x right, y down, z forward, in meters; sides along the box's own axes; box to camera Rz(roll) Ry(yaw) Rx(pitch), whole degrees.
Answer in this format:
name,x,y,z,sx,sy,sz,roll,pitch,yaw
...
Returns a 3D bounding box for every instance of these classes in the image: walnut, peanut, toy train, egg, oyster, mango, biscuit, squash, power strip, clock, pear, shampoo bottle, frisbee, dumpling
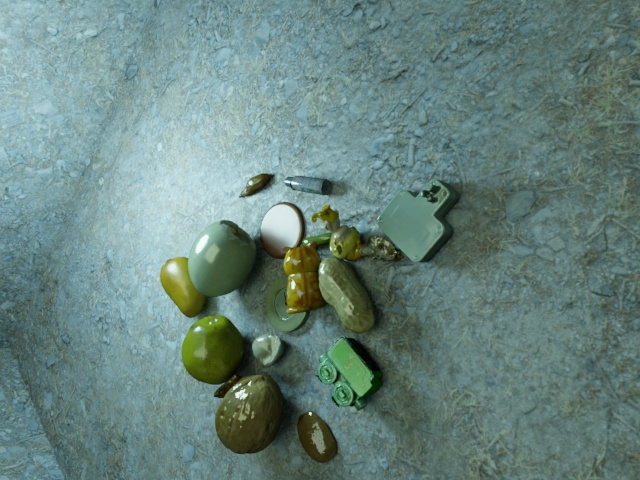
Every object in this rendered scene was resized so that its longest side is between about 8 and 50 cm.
name,x,y,z,sx,sy,sz,roll,pitch,yaw
walnut,-0.274,0.686,1.851,0.252,0.277,0.313,20,92,5
peanut,0.092,0.201,1.710,0.152,0.152,0.313,-45,65,24
toy train,0.106,0.481,1.681,0.188,0.132,0.243,-48,59,12
egg,-0.438,0.090,2.032,0.278,0.278,0.336,46,108,31
oyster,0.224,0.042,1.683,0.148,0.051,0.103,26,64,28
mango,-0.657,0.219,2.247,0.211,0.173,0.317,-42,69,25
biscuit,-0.373,0.644,2.012,0.206,0.126,0.025,-45,35,34
squash,0.000,0.000,1.864,0.183,0.052,0.052,-11,78,32
power strip,0.338,-0.086,1.573,0.229,0.141,0.261,50,116,28
clock,-0.139,0.265,1.947,0.235,0.029,0.235,-7,79,37
pear,-0.467,0.480,2.017,0.294,0.294,0.294,-5,81,36
shampoo bottle,-0.057,-0.231,1.919,0.214,0.072,0.072,14,93,37
frisbee,-0.171,-0.045,2.012,0.251,0.021,0.251,-6,80,35
dumpling,-0.219,0.459,1.932,0.199,0.118,0.136,-22,68,55

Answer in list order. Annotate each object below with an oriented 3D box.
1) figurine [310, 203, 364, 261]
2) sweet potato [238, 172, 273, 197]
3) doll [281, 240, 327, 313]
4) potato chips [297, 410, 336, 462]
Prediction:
name,x,y,z,sx,sy,sz,roll,pitch,yaw
figurine,0.073,-0.019,1.728,0.131,0.156,0.246,-14,116,46
sweet potato,-0.311,-0.249,2.112,0.226,0.068,0.068,-29,68,31
doll,-0.064,0.154,1.811,0.166,0.162,0.270,-8,73,-5
potato chips,-0.027,0.760,1.791,0.150,0.049,0.202,-45,55,18
